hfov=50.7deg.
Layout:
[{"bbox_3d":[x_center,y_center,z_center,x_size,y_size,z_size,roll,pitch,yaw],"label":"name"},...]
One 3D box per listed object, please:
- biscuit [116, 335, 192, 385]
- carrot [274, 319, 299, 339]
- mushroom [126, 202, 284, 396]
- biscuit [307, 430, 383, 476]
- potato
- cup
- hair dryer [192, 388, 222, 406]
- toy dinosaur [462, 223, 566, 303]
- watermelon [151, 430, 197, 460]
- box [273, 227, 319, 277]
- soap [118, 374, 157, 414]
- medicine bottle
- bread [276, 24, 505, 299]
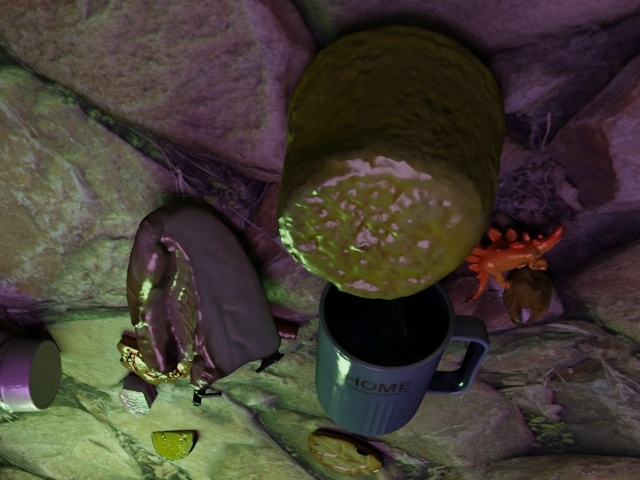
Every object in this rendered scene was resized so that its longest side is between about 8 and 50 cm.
[{"bbox_3d":[-0.445,0.337,1.853,0.239,0.041,0.212,-3,133,22],"label":"biscuit"},{"bbox_3d":[-0.133,0.208,1.604,0.162,0.055,0.055,7,138,5],"label":"carrot"},{"bbox_3d":[-0.293,0.101,1.458,0.314,0.224,0.397,5,119,48],"label":"mushroom"},{"bbox_3d":[0.067,0.635,2.010,0.260,0.041,0.203,40,136,-23],"label":"biscuit"},{"bbox_3d":[0.391,0.104,1.284,0.096,0.103,0.066,-15,133,29],"label":"potato"},{"bbox_3d":[0.146,0.220,1.411,0.331,0.256,0.311,-20,144,-21],"label":"cup"},{"bbox_3d":[-0.323,0.447,1.933,0.083,0.047,0.026,-5,136,3],"label":"hair dryer"},{"bbox_3d":[0.330,0.033,1.253,0.117,0.070,0.288,33,140,-14],"label":"toy dinosaur"},{"bbox_3d":[-0.472,0.672,2.195,0.181,0.075,0.092,-8,129,27],"label":"watermelon"},{"bbox_3d":[0.000,0.000,1.336,0.130,0.051,0.129,-25,124,36],"label":"box"},{"bbox_3d":[-0.543,0.461,2.006,0.100,0.056,0.149,10,138,11],"label":"soap"},{"bbox_3d":[-0.910,0.373,1.890,0.302,0.241,0.241,0,136,5],"label":"medicine bottle"},{"bbox_3d":[0.100,-0.108,0.996,0.348,0.307,0.348,7,134,7],"label":"bread"}]
